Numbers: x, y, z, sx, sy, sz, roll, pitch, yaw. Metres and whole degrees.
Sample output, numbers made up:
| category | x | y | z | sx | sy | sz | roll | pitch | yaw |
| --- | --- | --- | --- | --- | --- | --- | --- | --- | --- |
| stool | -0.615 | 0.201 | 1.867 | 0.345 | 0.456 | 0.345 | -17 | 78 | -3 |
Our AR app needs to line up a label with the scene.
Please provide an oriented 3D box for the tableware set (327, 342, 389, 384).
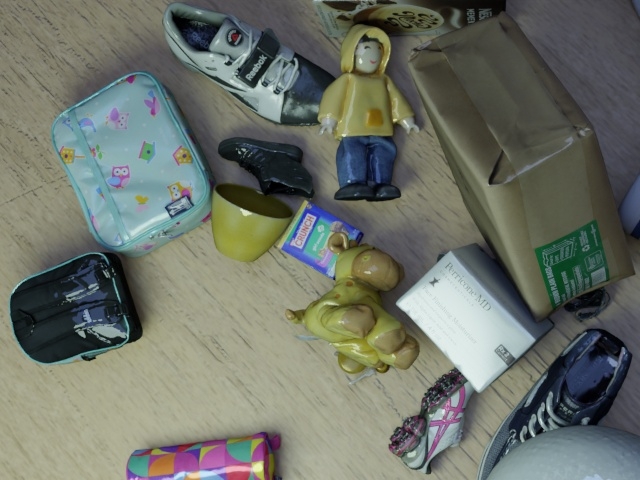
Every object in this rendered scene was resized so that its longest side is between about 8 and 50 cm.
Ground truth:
| category | x | y | z | sx | sy | sz | roll | pitch | yaw |
| --- | --- | --- | --- | --- | --- | --- | --- | --- | --- |
| tableware set | 0.059 | 0.145 | 1.806 | 0.104 | 0.024 | 0.154 | -28 | 76 | 0 |

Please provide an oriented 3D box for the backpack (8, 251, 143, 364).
| category | x | y | z | sx | sy | sz | roll | pitch | yaw |
| --- | --- | --- | --- | --- | --- | --- | --- | --- | --- |
| backpack | -0.393 | 0.114 | 1.817 | 0.188 | 0.144 | 0.165 | -20 | 87 | 0 |

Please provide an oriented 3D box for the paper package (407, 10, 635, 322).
| category | x | y | z | sx | sy | sz | roll | pitch | yaw |
| --- | --- | --- | --- | --- | --- | --- | --- | --- | --- |
| paper package | 0.284 | -0.102 | 1.614 | 0.168 | 0.325 | 0.309 | -26 | 46 | 3 |

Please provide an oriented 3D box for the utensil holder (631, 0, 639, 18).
| category | x | y | z | sx | sy | sz | roll | pitch | yaw |
| --- | --- | --- | --- | --- | --- | --- | --- | --- | --- |
| utensil holder | 0.678 | -0.440 | 1.660 | 0.386 | 0.327 | 0.327 | -26 | 77 | 1 |

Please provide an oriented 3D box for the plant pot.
| category | x | y | z | sx | sy | sz | roll | pitch | yaw |
| --- | --- | --- | --- | --- | --- | --- | --- | --- | --- |
| plant pot | -0.121 | -0.022 | 1.819 | 0.134 | 0.134 | 0.095 | 24 | 107 | 12 |

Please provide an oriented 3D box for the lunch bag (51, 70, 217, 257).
| category | x | y | z | sx | sy | sz | roll | pitch | yaw |
| --- | --- | --- | --- | --- | --- | --- | --- | --- | --- |
| lunch bag | -0.306 | -0.118 | 1.865 | 0.224 | 0.108 | 0.279 | -27 | 77 | 3 |

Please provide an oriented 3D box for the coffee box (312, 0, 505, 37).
| category | x | y | z | sx | sy | sz | roll | pitch | yaw |
| --- | --- | --- | --- | --- | --- | --- | --- | --- | --- |
| coffee box | 0.147 | -0.407 | 1.814 | 0.297 | 0.168 | 0.118 | 0 | 80 | 10 |

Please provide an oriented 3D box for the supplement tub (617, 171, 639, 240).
| category | x | y | z | sx | sy | sz | roll | pitch | yaw |
| --- | --- | --- | --- | --- | --- | --- | --- | --- | --- |
| supplement tub | 0.621 | -0.040 | 1.636 | 0.325 | 0.235 | 0.235 | 33 | 86 | 13 |

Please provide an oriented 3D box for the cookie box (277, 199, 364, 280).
| category | x | y | z | sx | sy | sz | roll | pitch | yaw |
| --- | --- | --- | --- | --- | --- | --- | --- | --- | --- |
| cookie box | 0.000 | 0.000 | 1.829 | 0.107 | 0.040 | 0.091 | 29 | 87 | 13 |

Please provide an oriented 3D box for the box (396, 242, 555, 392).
| category | x | y | z | sx | sy | sz | roll | pitch | yaw |
| --- | --- | --- | --- | --- | --- | --- | --- | --- | --- |
| box | 0.234 | 0.109 | 1.688 | 0.181 | 0.182 | 0.119 | 47 | 107 | 12 |

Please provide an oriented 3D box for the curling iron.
| category | x | y | z | sx | sy | sz | roll | pitch | yaw |
| --- | --- | --- | --- | --- | --- | --- | --- | --- | --- |
| curling iron | 0.314 | 0.062 | 1.770 | 0.274 | 0.035 | 0.068 | 17 | 83 | 11 |

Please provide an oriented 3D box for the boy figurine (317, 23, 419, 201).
| category | x | y | z | sx | sy | sz | roll | pitch | yaw |
| --- | --- | --- | --- | --- | --- | --- | --- | --- | --- |
| boy figurine | 0.080 | -0.204 | 1.815 | 0.177 | 0.092 | 0.285 | 3 | 85 | -24 |

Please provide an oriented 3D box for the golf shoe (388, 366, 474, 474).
| category | x | y | z | sx | sy | sz | roll | pitch | yaw |
| --- | --- | --- | --- | --- | --- | --- | --- | --- | --- |
| golf shoe | 0.190 | 0.272 | 1.746 | 0.086 | 0.067 | 0.186 | 41 | 87 | -14 |

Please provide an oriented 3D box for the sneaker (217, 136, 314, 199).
| category | x | y | z | sx | sy | sz | roll | pitch | yaw |
| --- | --- | --- | --- | --- | --- | --- | --- | --- | --- |
| sneaker | -0.090 | -0.115 | 1.850 | 0.170 | 0.051 | 0.089 | 6 | 63 | 7 |

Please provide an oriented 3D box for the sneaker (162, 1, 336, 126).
| category | x | y | z | sx | sy | sz | roll | pitch | yaw |
| --- | --- | --- | --- | --- | --- | --- | --- | --- | --- |
| sneaker | -0.120 | -0.290 | 1.849 | 0.331 | 0.146 | 0.122 | 25 | 83 | 10 |

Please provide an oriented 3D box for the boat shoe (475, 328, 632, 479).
| category | x | y | z | sx | sy | sz | roll | pitch | yaw |
| --- | --- | --- | --- | --- | --- | --- | --- | --- | --- |
| boat shoe | 0.336 | 0.270 | 1.667 | 0.127 | 0.158 | 0.340 | 31 | 86 | 13 |

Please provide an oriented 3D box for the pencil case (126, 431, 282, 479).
| category | x | y | z | sx | sy | sz | roll | pitch | yaw |
| --- | --- | --- | --- | --- | --- | --- | --- | --- | --- |
| pencil case | -0.180 | 0.359 | 1.769 | 0.236 | 0.104 | 0.104 | -8 | 79 | 6 |

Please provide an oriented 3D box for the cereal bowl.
| category | x | y | z | sx | sy | sz | roll | pitch | yaw |
| --- | --- | --- | --- | --- | --- | --- | --- | --- | --- |
| cereal bowl | 0.373 | 0.431 | 1.550 | 0.339 | 0.141 | 0.338 | 2 | 99 | 10 |

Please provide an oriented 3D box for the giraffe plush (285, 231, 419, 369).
| category | x | y | z | sx | sy | sz | roll | pitch | yaw |
| --- | --- | --- | --- | --- | --- | --- | --- | --- | --- |
| giraffe plush | 0.065 | 0.084 | 1.739 | 0.210 | 0.181 | 0.170 | 8 | 65 | 39 |
